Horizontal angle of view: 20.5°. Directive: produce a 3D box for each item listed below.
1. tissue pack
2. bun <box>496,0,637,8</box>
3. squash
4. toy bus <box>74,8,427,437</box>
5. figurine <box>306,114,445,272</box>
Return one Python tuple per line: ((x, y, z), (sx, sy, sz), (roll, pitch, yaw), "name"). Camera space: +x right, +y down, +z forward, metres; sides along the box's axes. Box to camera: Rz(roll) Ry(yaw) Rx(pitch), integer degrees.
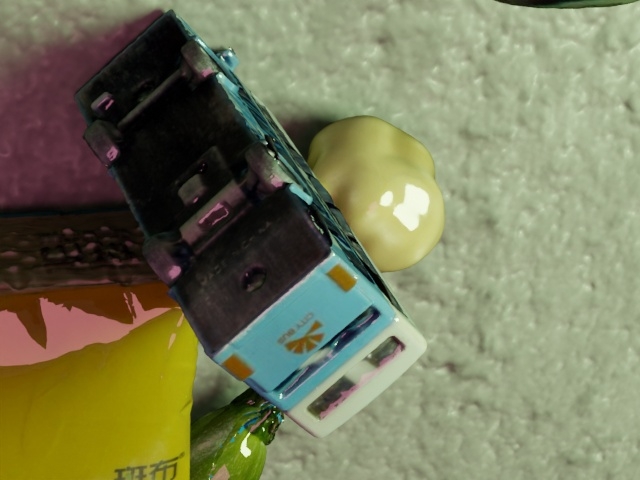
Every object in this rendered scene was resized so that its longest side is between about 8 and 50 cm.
((-0.217, 0.088, 1.174), (0.271, 0.134, 0.192), (-4, 119, -15), "tissue pack")
((0.158, -0.282, 1.083), (0.283, 0.179, 0.283), (-5, 138, -4), "bun")
((-0.130, 0.217, 1.304), (0.331, 0.087, 0.087), (-44, 121, 8), "squash")
((-0.051, -0.019, 1.079), (0.106, 0.297, 0.131), (-41, 128, 7), "toy bus")
((0.000, 0.000, 1.231), (0.196, 0.108, 0.114), (-38, 113, 26), "figurine")
